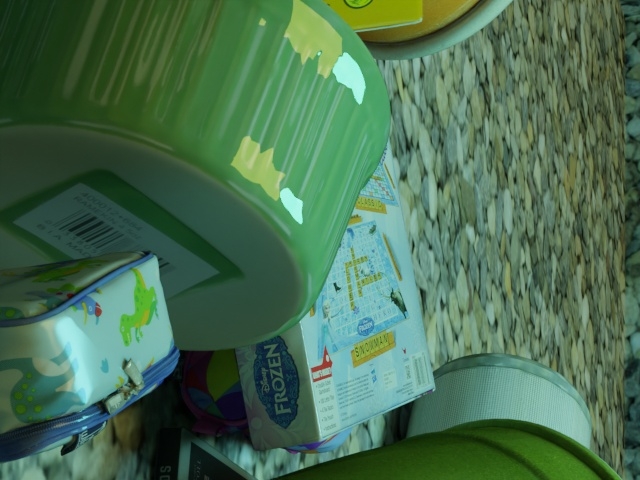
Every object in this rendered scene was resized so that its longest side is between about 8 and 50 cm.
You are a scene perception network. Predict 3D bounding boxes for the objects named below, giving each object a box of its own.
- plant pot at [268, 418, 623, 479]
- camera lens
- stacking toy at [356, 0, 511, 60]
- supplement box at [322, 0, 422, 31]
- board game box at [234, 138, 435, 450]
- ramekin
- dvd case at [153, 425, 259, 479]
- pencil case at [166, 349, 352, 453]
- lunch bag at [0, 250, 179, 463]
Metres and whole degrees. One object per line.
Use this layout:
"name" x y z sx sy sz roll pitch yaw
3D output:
"plant pot" 0.025 0.315 1.206 0.353 0.366 0.366 7 75 -44
"camera lens" 0.200 0.286 1.873 0.274 0.219 0.219 -74 149 -46
"stacking toy" -0.022 -0.389 1.519 0.480 0.350 0.350 15 69 -49
"supplement box" -0.030 -0.360 1.278 0.194 0.195 0.356 -113 -162 -51
"board game box" 0.000 0.000 1.394 0.319 0.066 0.318 -4 84 -70
"ramekin" -0.115 -0.053 1.073 0.303 0.303 0.148 58 39 -48
"dvd case" -0.085 0.283 1.400 0.238 0.029 0.179 48 39 -57
"pencil case" -0.045 0.139 1.451 0.236 0.104 0.104 29 57 -64
"lunch bag" -0.200 0.065 0.904 0.176 0.219 0.090 -36 117 -67
